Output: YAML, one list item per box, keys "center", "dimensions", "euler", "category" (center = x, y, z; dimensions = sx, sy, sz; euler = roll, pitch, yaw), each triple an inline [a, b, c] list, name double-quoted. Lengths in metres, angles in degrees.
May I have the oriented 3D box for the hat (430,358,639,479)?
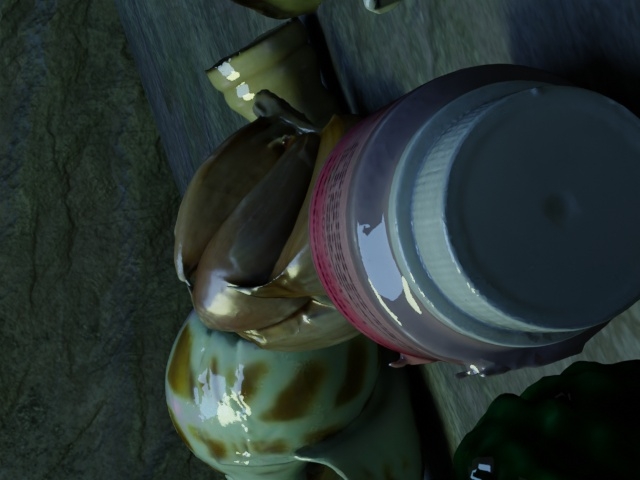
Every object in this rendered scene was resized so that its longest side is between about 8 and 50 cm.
- center: [0.177, 0.209, 0.597]
  dimensions: [0.332, 0.242, 0.274]
  euler: [34, 174, 34]
  category: "hat"

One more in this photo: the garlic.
- center: [0.000, 0.000, 1.254]
  dimensions: [0.160, 0.191, 0.214]
  euler: [34, 166, -38]
  category: "garlic"

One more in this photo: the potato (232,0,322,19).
- center: [-0.057, -0.294, 0.887]
  dimensions: [0.269, 0.112, 0.255]
  euler: [108, 149, -44]
  category: "potato"

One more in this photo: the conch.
- center: [-0.014, 0.137, 1.490]
  dimensions: [0.249, 0.197, 0.368]
  euler: [28, 156, 31]
  category: "conch"

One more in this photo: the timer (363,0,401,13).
- center: [-0.040, -0.244, 1.060]
  dimensions: [0.266, 0.175, 0.175]
  euler: [35, 148, 46]
  category: "timer"

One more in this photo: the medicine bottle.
- center: [0.077, -0.010, 0.798]
  dimensions: [0.247, 0.147, 0.147]
  euler: [167, 83, -80]
  category: "medicine bottle"

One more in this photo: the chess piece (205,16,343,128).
- center: [-0.007, -0.075, 1.388]
  dimensions: [0.200, 0.090, 0.090]
  euler: [59, 172, -8]
  category: "chess piece"
